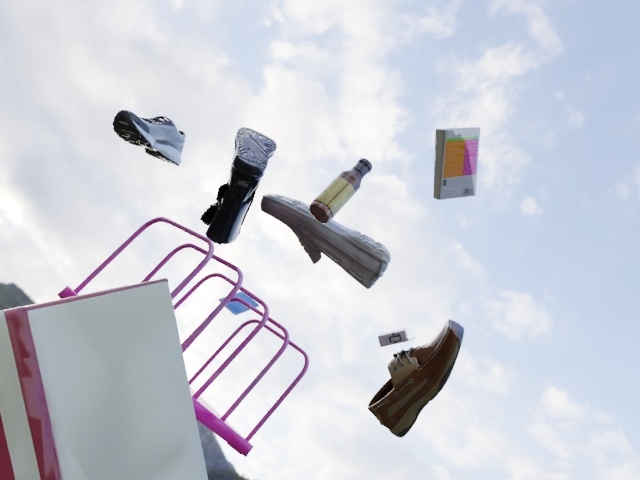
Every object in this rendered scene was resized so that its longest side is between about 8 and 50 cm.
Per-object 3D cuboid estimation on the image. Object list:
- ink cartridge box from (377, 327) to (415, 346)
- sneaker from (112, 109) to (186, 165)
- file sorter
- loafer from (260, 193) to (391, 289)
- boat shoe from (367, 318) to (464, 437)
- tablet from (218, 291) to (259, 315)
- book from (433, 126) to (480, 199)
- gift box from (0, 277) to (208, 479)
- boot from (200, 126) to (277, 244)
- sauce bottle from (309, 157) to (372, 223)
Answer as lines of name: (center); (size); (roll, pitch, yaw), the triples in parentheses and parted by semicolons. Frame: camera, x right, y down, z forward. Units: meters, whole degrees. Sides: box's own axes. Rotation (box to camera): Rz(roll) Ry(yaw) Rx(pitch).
ink cartridge box: (0.182, 0.229, 1.177); (0.083, 0.048, 0.028); (-15, -95, 11)
sneaker: (-0.438, -0.285, 1.281); (0.100, 0.271, 0.108); (19, -94, 13)
file sorter: (-0.179, 0.131, 0.722); (0.202, 0.182, 0.291); (21, -28, 45)
loafer: (0.000, 0.000, 1.094); (0.319, 0.112, 0.111); (30, -78, 3)
boat shoe: (0.212, 0.315, 1.144); (0.120, 0.122, 0.324); (30, -70, 7)
tablet: (-0.171, 0.132, 1.040); (0.054, 0.083, 0.006); (38, -66, 20)
book: (0.286, -0.161, 1.028); (0.035, 0.096, 0.144); (-145, -129, -63)
gift box: (-0.199, 0.174, 0.340); (0.255, 0.276, 0.258); (-12, -92, 55)
boot: (-0.183, -0.122, 1.087); (0.094, 0.246, 0.207); (24, -63, -15)
sauce bottle: (0.035, -0.080, 0.767); (0.042, 0.128, 0.042); (34, -28, 21)
